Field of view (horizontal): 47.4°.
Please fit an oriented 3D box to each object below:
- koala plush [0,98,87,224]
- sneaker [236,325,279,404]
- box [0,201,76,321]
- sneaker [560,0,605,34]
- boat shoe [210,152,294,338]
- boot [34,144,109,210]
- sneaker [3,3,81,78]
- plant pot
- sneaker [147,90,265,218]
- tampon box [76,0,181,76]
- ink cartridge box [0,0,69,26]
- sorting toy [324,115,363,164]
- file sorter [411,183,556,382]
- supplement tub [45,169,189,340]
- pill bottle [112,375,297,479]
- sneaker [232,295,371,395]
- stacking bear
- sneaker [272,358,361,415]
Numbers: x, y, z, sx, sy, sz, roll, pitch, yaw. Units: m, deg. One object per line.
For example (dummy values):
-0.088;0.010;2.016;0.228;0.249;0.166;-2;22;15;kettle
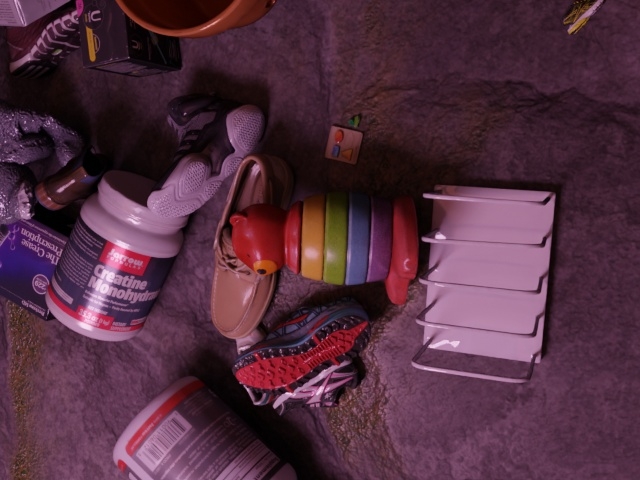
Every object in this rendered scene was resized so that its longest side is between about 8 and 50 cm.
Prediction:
-0.584;-0.129;1.364;0.196;0.203;0.221;-3;67;22;koala plush
-0.123;0.225;1.332;0.057;0.075;0.161;-19;89;21;sneaker
-0.598;0.021;1.476;0.261;0.103;0.184;25;106;16;box
0.400;-0.354;1.105;0.035;0.031;0.083;46;108;11;sneaker
-0.142;0.012;1.290;0.122;0.110;0.341;14;96;21;boat shoe
-0.419;-0.127;1.335;0.106;0.219;0.082;-27;107;22;boot
-0.515;-0.442;1.398;0.281;0.106;0.162;-25;83;21;sneaker
-0.184;-0.475;1.217;0.291;0.203;0.290;2;97;21;plant pot
-0.232;-0.160;1.284;0.153;0.101;0.268;32;67;25;sneaker
-0.342;-0.366;1.307;0.101;0.161;0.120;-5;93;22;tampon box
-0.581;-0.480;1.368;0.275;0.239;0.060;10;131;24;ink cartridge box
0.042;-0.179;1.265;0.062;0.012;0.083;16;101;18;sorting toy
0.249;0.058;1.128;0.193;0.173;0.277;5;97;19;file sorter
-0.371;0.029;1.343;0.191;0.191;0.272;32;106;15;supplement tub
-0.175;0.434;1.302;0.363;0.210;0.210;40;107;12;pill bottle
-0.030;0.180;1.275;0.262;0.125;0.104;-24;114;12;sneaker
0.000;0.000;1.174;0.289;0.175;0.164;2;63;-1;stacking bear
-0.005;0.271;1.297;0.178;0.072;0.077;-37;84;20;sneaker
